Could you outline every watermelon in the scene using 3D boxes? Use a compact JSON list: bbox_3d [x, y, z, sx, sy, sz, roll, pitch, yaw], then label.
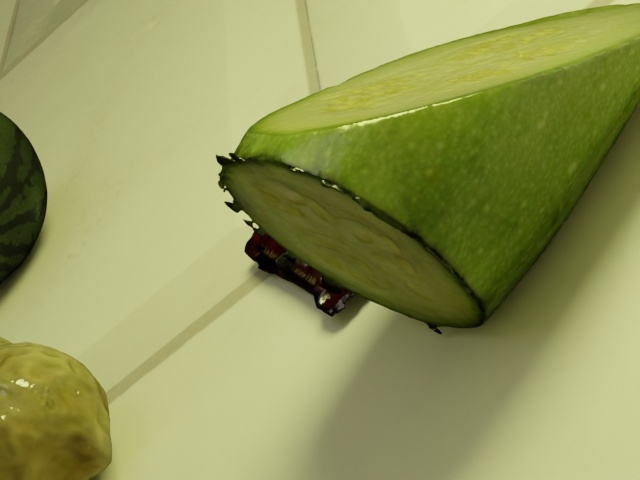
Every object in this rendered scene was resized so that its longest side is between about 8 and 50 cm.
[{"bbox_3d":[-0.370,-0.043,1.549,0.212,0.212,0.212,-36,27,21],"label":"watermelon"}]

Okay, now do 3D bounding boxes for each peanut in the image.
[{"bbox_3d":[-0.268,0.133,1.186,0.291,0.159,0.143,-1,76,57],"label":"peanut"}]

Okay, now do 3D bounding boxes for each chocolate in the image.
[{"bbox_3d":[0.000,0.000,1.111,0.086,0.028,0.182,-45,23,-4],"label":"chocolate"}]

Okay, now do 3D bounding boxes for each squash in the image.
[{"bbox_3d":[0.082,-0.093,0.928,0.260,0.189,0.189,-57,26,-15],"label":"squash"}]
